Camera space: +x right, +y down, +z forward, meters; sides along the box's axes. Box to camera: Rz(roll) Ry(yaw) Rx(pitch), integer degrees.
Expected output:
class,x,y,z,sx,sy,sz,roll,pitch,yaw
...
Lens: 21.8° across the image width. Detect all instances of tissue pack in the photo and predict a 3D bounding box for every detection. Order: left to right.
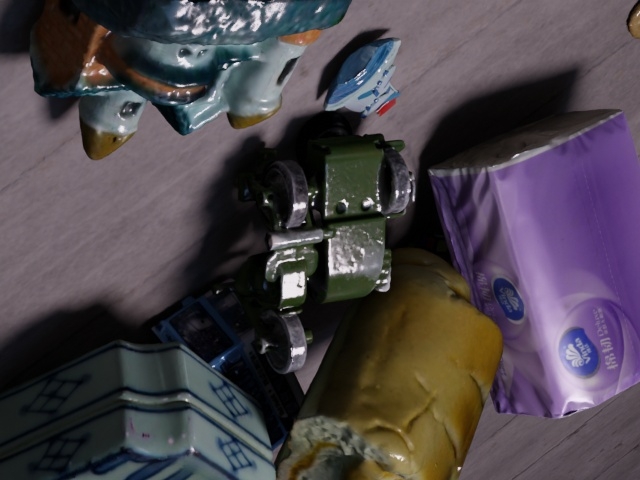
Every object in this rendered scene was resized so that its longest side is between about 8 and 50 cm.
class,x,y,z,sx,sy,sz,roll,pitch,yaw
tissue pack,0.298,0.022,2.053,0.242,0.160,0.338,-25,104,-32

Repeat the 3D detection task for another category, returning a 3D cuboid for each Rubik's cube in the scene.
class,x,y,z,sx,sy,sz,roll,pitch,yaw
Rubik's cube,0.163,0.041,2.138,0.133,0.112,0.133,-27,146,-20

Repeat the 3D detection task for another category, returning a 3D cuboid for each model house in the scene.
class,x,y,z,sx,sy,sz,roll,pitch,yaw
model house,-0.137,-0.166,1.485,0.253,0.184,0.291,-15,146,-43

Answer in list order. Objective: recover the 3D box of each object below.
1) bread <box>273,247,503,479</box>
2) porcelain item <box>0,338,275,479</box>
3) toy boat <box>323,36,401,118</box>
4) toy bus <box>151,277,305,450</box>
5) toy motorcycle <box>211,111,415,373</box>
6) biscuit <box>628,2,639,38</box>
class,x,y,z,sx,sy,sz,roll,pitch,yaw
bread,0.093,0.181,1.973,0.341,0.210,0.300,-64,-179,-37
porcelain item,-0.213,0.256,1.849,0.281,0.157,0.286,-25,142,17
toy boat,0.045,-0.169,1.828,0.105,0.034,0.149,-35,162,-15
toy bus,-0.103,0.169,2.019,0.131,0.106,0.297,-37,151,-10
toy motorcycle,0.000,0.000,1.843,0.205,0.127,0.275,-8,112,-30
biscuit,0.448,-0.304,2.099,0.147,0.018,0.071,-31,146,-13
